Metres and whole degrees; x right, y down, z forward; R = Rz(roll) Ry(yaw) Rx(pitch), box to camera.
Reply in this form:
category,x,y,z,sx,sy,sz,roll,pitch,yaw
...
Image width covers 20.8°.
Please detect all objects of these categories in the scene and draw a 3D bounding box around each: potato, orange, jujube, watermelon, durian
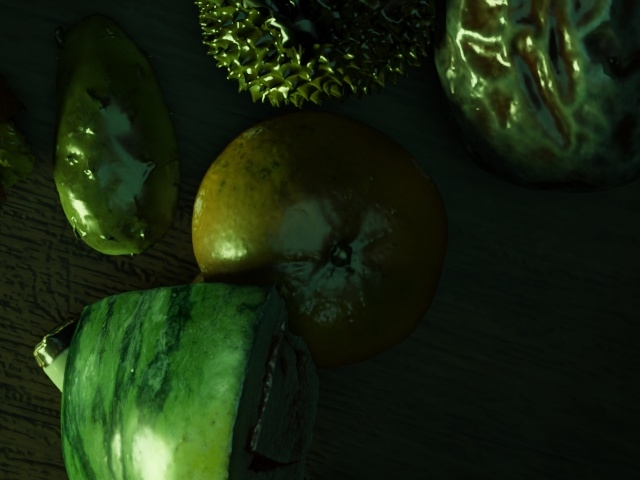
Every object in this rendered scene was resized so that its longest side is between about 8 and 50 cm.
category,x,y,z,sx,sy,sz,roll,pitch,yaw
potato,-0.190,-0.096,1.594,0.117,0.090,0.225,-10,90,2
orange,0.000,0.000,1.579,0.240,0.171,0.240,-1,96,-6
jujube,0.219,-0.192,1.560,0.247,0.215,0.308,-19,102,-7
watermelon,-0.104,0.150,1.526,0.201,0.262,0.212,19,77,-44
durian,-0.005,-0.204,1.525,0.237,0.138,0.193,-37,90,33

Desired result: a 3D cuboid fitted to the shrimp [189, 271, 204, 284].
category,x,y,z,sx,sy,sz,roll,pitch,yaw
shrimp,-0.104,0.075,1.652,0.091,0.025,0.127,26,94,-9

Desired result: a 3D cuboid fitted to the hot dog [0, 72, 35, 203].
category,x,y,z,sx,sy,sz,roll,pitch,yaw
hot dog,-0.352,-0.115,1.570,0.146,0.103,0.213,-35,97,-1

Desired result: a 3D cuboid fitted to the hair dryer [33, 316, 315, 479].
category,x,y,z,sx,sy,sz,roll,pitch,yaw
hair dryer,-0.149,0.204,1.624,0.203,0.128,0.362,-38,90,0
